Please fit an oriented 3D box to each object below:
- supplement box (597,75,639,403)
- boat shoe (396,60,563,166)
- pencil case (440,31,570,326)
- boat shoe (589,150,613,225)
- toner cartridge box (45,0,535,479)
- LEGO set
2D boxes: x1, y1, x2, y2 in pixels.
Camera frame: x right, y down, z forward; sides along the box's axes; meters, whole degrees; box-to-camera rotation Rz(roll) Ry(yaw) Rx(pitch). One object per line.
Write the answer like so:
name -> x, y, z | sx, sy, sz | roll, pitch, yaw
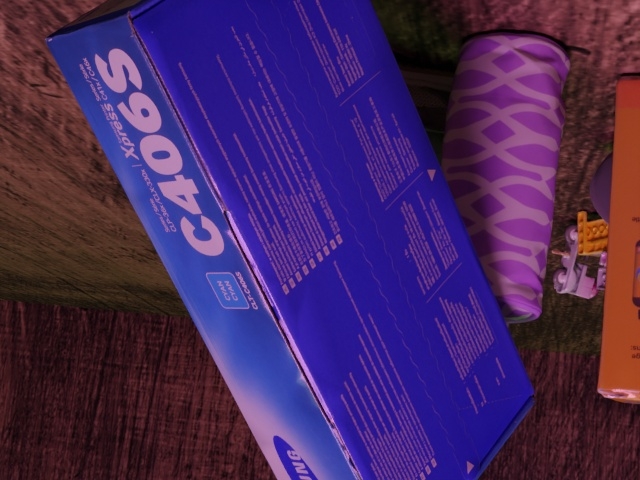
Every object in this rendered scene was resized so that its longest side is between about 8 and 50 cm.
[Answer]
supplement box -> 0.251, 0.002, 0.888 | 0.078, 0.234, 0.080 | 1, 167, 28
boat shoe -> 0.059, -0.083, 0.937 | 0.285, 0.092, 0.103 | 13, 167, -30
pencil case -> 0.123, -0.039, 0.848 | 0.086, 0.206, 0.088 | 3, 164, 29
boat shoe -> 0.352, 0.000, 0.966 | 0.306, 0.113, 0.105 | 16, 158, 44
toner cartridge box -> 0.000, 0.000, 0.706 | 0.075, 0.348, 0.165 | -3, -150, 45
LEGO set -> 0.357, 0.032, 1.256 | 0.107, 0.132, 0.287 | 6, -167, -25
